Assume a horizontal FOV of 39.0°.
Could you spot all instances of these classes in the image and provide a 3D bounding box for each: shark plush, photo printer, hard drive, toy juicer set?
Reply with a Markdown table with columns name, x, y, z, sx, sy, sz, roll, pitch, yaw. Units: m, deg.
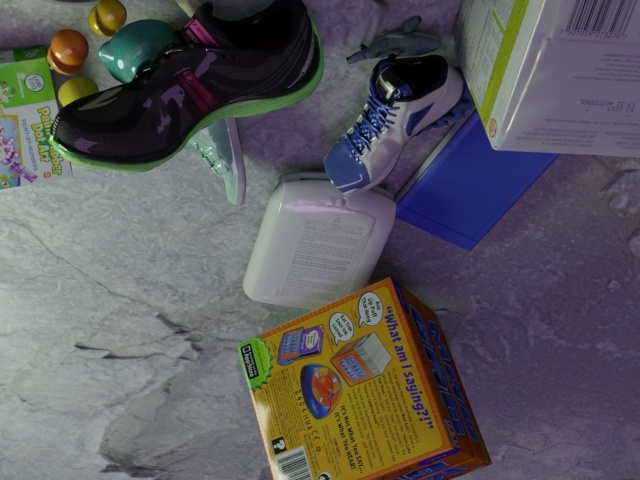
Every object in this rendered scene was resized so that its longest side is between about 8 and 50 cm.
| name | x | y | z | sx | sy | sz | roll | pitch | yaw |
| --- | --- | --- | --- | --- | --- | --- | --- | --- | --- |
| shark plush | 0.125 | -0.340 | 1.573 | 0.161 | 0.067 | 0.073 | -4 | 130 | -4 |
| photo printer | 0.000 | 0.000 | 1.818 | 0.256 | 0.107 | 0.307 | 9 | 128 | -15 |
| hard drive | 0.312 | -0.132 | 1.787 | 0.210 | 0.040 | 0.319 | 23 | 124 | -23 |
| toy juicer set | -0.301 | -0.335 | 1.505 | 0.329 | 0.089 | 0.209 | -24 | 143 | -8 |

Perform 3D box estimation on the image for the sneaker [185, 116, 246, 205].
| name | x | y | z | sx | sy | sz | roll | pitch | yaw |
| --- | --- | --- | --- | --- | --- | --- | --- | --- | --- |
| sneaker | -0.220 | -0.170 | 1.657 | 0.151 | 0.094 | 0.256 | -12 | 121 | -4 |

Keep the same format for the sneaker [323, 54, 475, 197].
| name | x | y | z | sx | sy | sz | roll | pitch | yaw |
| --- | --- | --- | --- | --- | --- | --- | --- | --- | --- |
| sneaker | 0.116 | -0.229 | 1.593 | 0.315 | 0.127 | 0.182 | -37 | 150 | 15 |

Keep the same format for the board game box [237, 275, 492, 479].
| name | x | y | z | sx | sy | sz | roll | pitch | yaw |
| --- | --- | --- | --- | --- | --- | --- | --- | --- | --- |
| board game box | 0.098 | 0.342 | 1.879 | 0.356 | 0.356 | 0.356 | -24 | 155 | 14 |

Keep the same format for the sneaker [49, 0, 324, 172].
| name | x | y | z | sx | sy | sz | roll | pitch | yaw |
| --- | --- | --- | --- | --- | --- | --- | --- | --- | --- |
| sneaker | -0.215 | -0.268 | 1.439 | 0.483 | 0.185 | 0.202 | -30 | 142 | -23 |

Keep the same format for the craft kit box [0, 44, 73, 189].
| name | x | y | z | sx | sy | sz | roll | pitch | yaw |
| --- | --- | --- | --- | --- | --- | --- | --- | --- | --- |
| craft kit box | -0.580 | -0.203 | 1.583 | 0.246 | 0.061 | 0.250 | -14 | 130 | -15 |

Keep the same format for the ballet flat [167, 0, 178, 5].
| name | x | y | z | sx | sy | sz | roll | pitch | yaw |
| --- | --- | --- | --- | --- | --- | --- | --- | --- | --- |
| ballet flat | -0.202 | -0.469 | 1.419 | 0.086 | 0.086 | 0.248 | 13 | 128 | -16 |

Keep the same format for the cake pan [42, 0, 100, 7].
| name | x | y | z | sx | sy | sz | roll | pitch | yaw |
| --- | --- | --- | --- | --- | --- | --- | --- | --- | --- |
| cake pan | -0.388 | -0.503 | 1.386 | 0.293 | 0.054 | 0.293 | -3 | 130 | -4 |

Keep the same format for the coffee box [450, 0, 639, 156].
| name | x | y | z | sx | sy | sz | roll | pitch | yaw |
| --- | --- | --- | --- | --- | --- | --- | --- | --- | --- |
| coffee box | 0.432 | -0.364 | 1.414 | 0.337 | 0.334 | 0.338 | 2 | 131 | -10 |
